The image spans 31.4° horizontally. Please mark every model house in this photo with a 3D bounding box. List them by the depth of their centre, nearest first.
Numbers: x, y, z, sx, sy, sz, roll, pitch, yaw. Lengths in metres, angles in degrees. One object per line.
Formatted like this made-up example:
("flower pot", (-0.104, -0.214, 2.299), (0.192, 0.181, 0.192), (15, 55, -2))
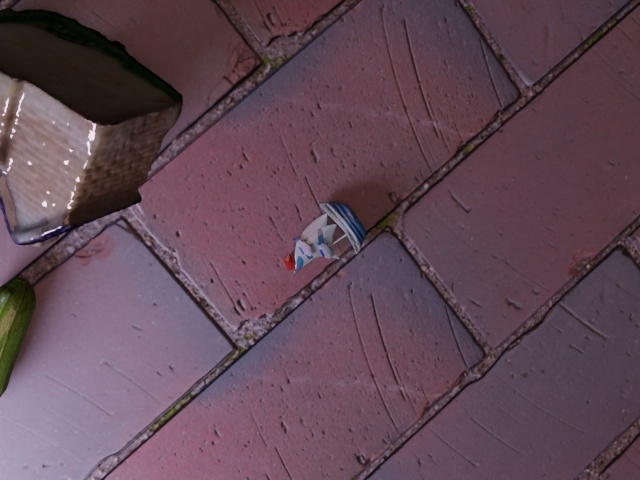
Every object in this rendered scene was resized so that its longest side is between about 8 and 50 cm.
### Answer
("model house", (-0.400, -0.146, 1.634), (0.298, 0.243, 0.284), (35, 117, 17))

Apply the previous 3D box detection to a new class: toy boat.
("toy boat", (0.002, -0.011, 1.913), (0.149, 0.034, 0.105), (-14, 107, -3))

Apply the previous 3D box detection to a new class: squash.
("squash", (-0.495, 0.162, 1.744), (0.068, 0.077, 0.219), (20, 95, -13))
